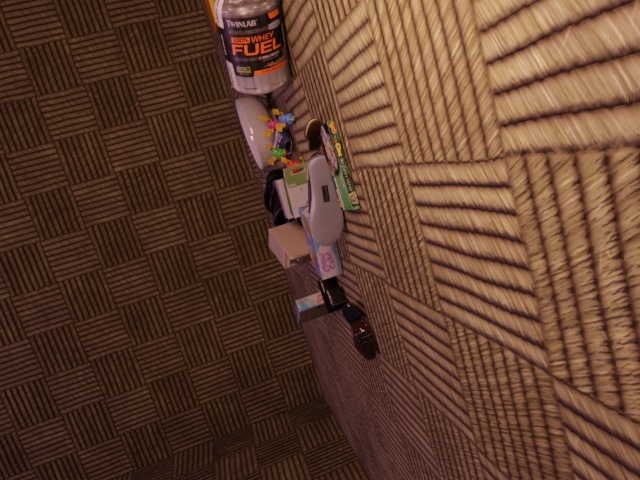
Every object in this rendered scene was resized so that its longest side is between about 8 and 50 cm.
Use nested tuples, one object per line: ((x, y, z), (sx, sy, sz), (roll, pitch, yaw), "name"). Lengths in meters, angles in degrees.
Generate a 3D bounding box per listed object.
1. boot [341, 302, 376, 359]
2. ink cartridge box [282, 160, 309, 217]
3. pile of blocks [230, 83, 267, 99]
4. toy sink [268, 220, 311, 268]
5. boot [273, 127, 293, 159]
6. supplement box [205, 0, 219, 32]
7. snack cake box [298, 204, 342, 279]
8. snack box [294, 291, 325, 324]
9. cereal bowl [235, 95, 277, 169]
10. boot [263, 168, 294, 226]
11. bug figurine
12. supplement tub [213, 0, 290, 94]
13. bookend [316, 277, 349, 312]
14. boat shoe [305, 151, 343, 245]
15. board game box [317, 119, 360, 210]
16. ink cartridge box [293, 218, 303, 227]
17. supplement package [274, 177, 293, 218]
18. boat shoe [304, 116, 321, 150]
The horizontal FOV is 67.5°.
((0.151, 0.323, 1.749), (0.219, 0.082, 0.106), (67, -169, 3), "boot")
((-0.081, -0.203, 1.870), (0.062, 0.109, 0.209), (-130, 24, -61), "ink cartridge box")
((-0.274, -0.708, 2.085), (0.112, 0.149, 0.362), (-66, 22, -5), "pile of blocks")
((-0.125, 0.038, 2.249), (0.234, 0.153, 0.131), (48, 147, 40), "toy sink")
((-0.156, -0.390, 2.041), (0.086, 0.069, 0.190), (61, 163, 27), "boot")
((-0.300, -0.854, 1.656), (0.129, 0.194, 0.191), (-149, 42, -74), "supplement box")
((0.000, 0.000, 1.858), (0.152, 0.089, 0.264), (-132, 27, -63), "snack cake box")
((-0.025, 0.309, 2.229), (0.322, 0.187, 0.060), (103, 147, -70), "snack box")
((-0.266, -0.501, 2.191), (0.339, 0.141, 0.338), (159, 90, -81), "cereal bowl")
((-0.203, -0.163, 2.438), (0.347, 0.131, 0.259), (92, 161, -60), "boot")
((-0.151, -0.396, 1.902), (0.216, 0.072, 0.278), (27, 133, 47), "bug figurine")
((-0.217, -0.662, 1.532), (0.337, 0.207, 0.207), (81, 166, -44), "supplement tub")
((0.049, 0.210, 2.003), (0.156, 0.073, 0.157), (107, 144, -70), "bookend")
((0.002, -0.135, 1.568), (0.105, 0.113, 0.305), (-117, 15, -66), "boat shoe")
((0.052, -0.214, 1.408), (0.136, 0.031, 0.259), (-171, 63, -75), "board game box")
((-0.103, -0.025, 2.439), (0.206, 0.045, 0.208), (-148, 42, -72), "ink cartridge box")
((-0.127, -0.195, 2.125), (0.105, 0.105, 0.179), (-156, 49, -75), "supplement package")
((-0.030, -0.345, 1.524), (0.049, 0.056, 0.152), (62, 167, 21), "boat shoe")
